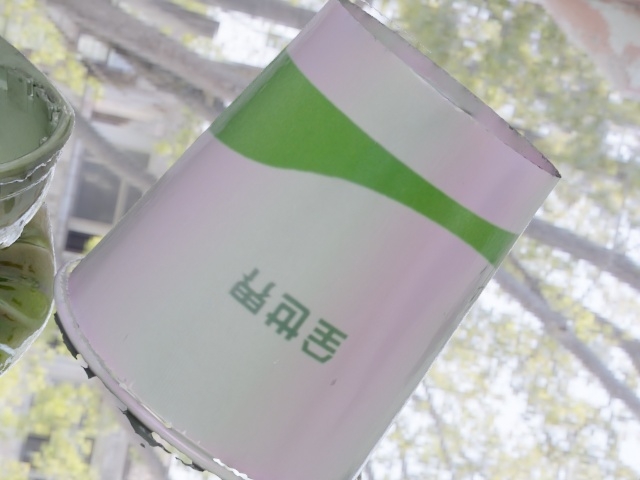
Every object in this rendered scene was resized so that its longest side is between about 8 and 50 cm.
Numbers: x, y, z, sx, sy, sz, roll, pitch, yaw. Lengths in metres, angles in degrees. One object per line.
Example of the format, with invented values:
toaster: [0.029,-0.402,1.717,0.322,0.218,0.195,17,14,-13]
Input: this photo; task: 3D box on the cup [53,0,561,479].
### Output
cup: [0.000,0.000,0.821,0.274,0.253,0.253,-52,-162,14]

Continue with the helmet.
helmet: [-0.308,-0.063,1.008,0.257,0.204,0.137,50,-38,44]

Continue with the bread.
bread: [-0.346,0.063,1.219,0.261,0.156,0.158,-59,-163,-15]
